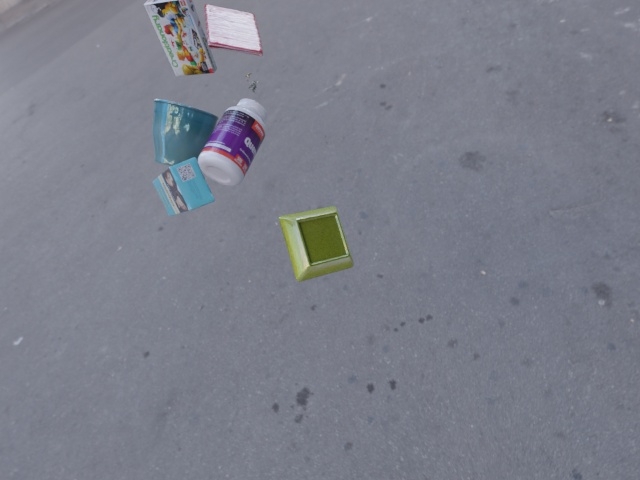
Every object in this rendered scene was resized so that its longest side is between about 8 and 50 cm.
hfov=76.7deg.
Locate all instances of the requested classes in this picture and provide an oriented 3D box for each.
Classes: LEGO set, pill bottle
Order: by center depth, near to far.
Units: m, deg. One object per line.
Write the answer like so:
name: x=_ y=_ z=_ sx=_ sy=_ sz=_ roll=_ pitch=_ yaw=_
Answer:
pill bottle: x=-0.325 y=-0.383 z=1.561 sx=0.181 sy=0.181 sz=0.323 roll=8 pitch=65 yaw=31
LEGO set: x=-0.284 y=-0.644 z=1.663 sx=0.054 sy=0.083 sz=0.023 roll=-40 pitch=5 yaw=28

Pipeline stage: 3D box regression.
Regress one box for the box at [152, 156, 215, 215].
box: x=-0.324 y=-0.117 z=0.941 sx=0.060 sy=0.101 sz=0.244 roll=-29 pitch=14 yaw=-27

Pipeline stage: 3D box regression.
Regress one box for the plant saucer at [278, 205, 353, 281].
plant saucer: x=0.000 y=0.000 z=1.116 sx=0.188 sy=0.045 sz=0.189 roll=-13 pitch=82 yaw=-28

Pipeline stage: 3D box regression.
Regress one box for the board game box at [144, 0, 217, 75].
board game box: x=-0.584 y=-0.859 z=1.717 sx=0.192 sy=0.306 sz=0.053 roll=1 pitch=49 yaw=14

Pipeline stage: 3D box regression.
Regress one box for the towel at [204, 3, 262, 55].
towel: x=-0.325 y=-0.781 z=1.503 sx=0.198 sy=0.031 sz=0.275 roll=0 pitch=55 yaw=-20

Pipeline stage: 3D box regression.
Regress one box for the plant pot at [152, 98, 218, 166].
plant pot: x=-0.602 y=-0.442 z=1.754 sx=0.271 sy=0.271 sz=0.256 roll=18 pitch=98 yaw=36
